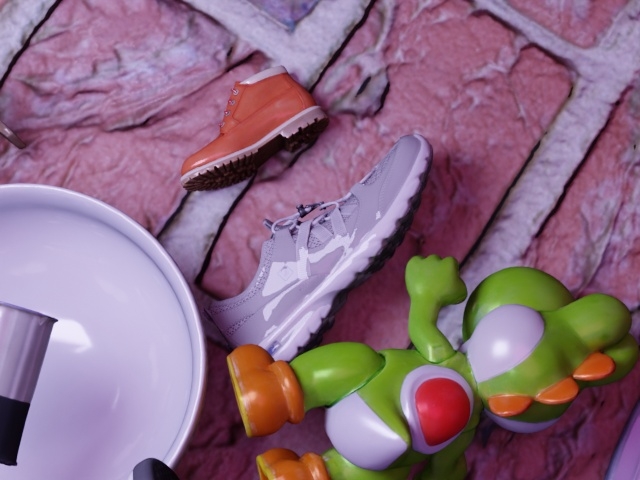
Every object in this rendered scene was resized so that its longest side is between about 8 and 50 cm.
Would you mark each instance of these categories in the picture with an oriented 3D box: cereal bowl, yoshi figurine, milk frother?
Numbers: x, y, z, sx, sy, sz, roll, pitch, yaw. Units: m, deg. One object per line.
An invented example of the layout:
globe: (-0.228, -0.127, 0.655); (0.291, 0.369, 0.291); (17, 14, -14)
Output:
cereal bowl: (-0.268, 0.123, 1.660); (0.339, 0.141, 0.339); (-1, 78, 3)
yoshi figurine: (0.104, 0.123, 1.637); (0.362, 0.203, 0.203); (-17, 60, -5)
milk frother: (-0.311, 0.111, 1.521); (0.129, 0.143, 0.135); (12, 82, 12)

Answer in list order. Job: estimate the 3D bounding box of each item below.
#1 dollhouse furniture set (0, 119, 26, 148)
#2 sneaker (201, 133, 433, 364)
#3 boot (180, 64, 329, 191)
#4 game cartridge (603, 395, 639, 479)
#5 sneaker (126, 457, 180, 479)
dollhouse furniture set: (-0.410, -0.047, 1.642); (0.262, 0.259, 0.135); (-46, 70, -5)
sneaker: (0.000, 0.000, 1.693); (0.115, 0.105, 0.281); (39, 83, 9)
boot: (-0.079, -0.109, 1.748); (0.158, 0.059, 0.085); (-31, 76, -13)
game cartridge: (0.363, 0.237, 1.658); (0.196, 0.060, 0.294); (22, 80, 3)
sneaker: (-0.162, 0.302, 1.570); (0.145, 0.270, 0.090); (-16, 46, 5)
